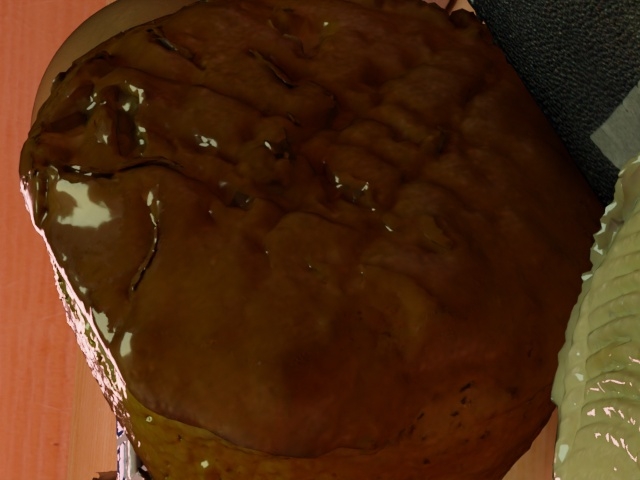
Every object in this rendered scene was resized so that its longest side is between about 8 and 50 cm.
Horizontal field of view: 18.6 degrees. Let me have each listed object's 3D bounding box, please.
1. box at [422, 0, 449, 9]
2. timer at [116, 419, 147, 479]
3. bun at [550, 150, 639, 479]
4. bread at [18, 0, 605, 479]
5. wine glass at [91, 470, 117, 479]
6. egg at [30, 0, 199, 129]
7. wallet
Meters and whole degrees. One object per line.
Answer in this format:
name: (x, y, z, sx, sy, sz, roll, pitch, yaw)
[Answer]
box: (0.074, -0.316, 1.633, 0.251, 0.106, 0.203, 120, 151, -54)
timer: (-0.132, 0.132, 1.764, 0.178, 0.078, 0.253, 135, 137, -62)
bun: (0.214, 0.057, 0.863, 0.259, 0.152, 0.259, -161, 90, -75)
bread: (0.000, 0.000, 1.274, 0.215, 0.398, 0.398, 96, 170, -45)
wine glass: (-0.184, 0.417, 2.063, 0.238, 0.238, 0.323, -159, 77, -75)
egg: (-0.130, -0.103, 1.931, 0.374, 0.301, 0.301, 177, 99, -65)
wallet: (0.156, -0.156, 1.143, 0.262, 0.071, 0.221, 65, 165, 12)
